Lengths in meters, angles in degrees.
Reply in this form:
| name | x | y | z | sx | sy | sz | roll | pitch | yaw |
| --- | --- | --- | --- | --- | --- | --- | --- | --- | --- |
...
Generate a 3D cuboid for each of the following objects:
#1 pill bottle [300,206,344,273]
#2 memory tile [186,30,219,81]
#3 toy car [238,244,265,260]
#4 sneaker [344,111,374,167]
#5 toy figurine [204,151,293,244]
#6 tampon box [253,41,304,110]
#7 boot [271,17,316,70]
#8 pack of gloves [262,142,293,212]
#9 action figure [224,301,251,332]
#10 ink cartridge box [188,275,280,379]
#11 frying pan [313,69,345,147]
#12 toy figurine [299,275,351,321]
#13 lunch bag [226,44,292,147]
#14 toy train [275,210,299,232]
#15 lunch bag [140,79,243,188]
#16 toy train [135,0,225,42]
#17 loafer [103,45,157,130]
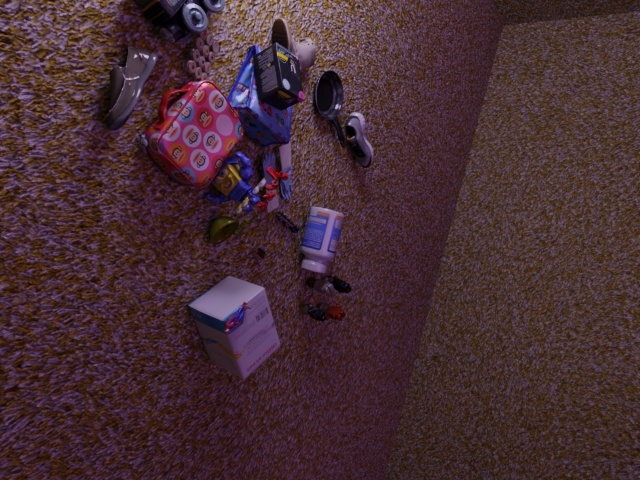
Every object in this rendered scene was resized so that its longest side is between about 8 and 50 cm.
| name | x | y | z | sx | sy | sz | roll | pitch | yaw |
| --- | --- | --- | --- | --- | --- | --- | --- | --- | --- |
| pill bottle | 0.000 | 0.000 | 1.903 | 0.152 | 0.152 | 0.271 | 16 | 88 | -54 |
| memory tile | -0.358 | -0.563 | 1.337 | 0.113 | 0.012 | 0.147 | 33 | 73 | -75 |
| toy car | -0.267 | 0.041 | 1.676 | 0.040 | 0.060 | 0.122 | -40 | 129 | 23 |
| sneaker | 0.169 | -0.453 | 2.033 | 0.108 | 0.100 | 0.271 | -48 | 131 | -33 |
| toy figurine | -0.296 | -0.181 | 1.482 | 0.362 | 0.217 | 0.191 | -44 | 175 | 29 |
| tampon box | -0.136 | -0.534 | 1.435 | 0.120 | 0.102 | 0.160 | 5 | 73 | -56 |
| boot | -0.093 | -0.726 | 1.619 | 0.165 | 0.077 | 0.213 | -45 | 138 | -35 |
| pack of gloves | -0.176 | -0.249 | 1.701 | 0.195 | 0.046 | 0.232 | -40 | 134 | -54 |
| action figure | -0.269 | 0.251 | 1.400 | 0.115 | 0.030 | 0.038 | -51 | 138 | -29 |
| ink cartridge box | -0.300 | 0.306 | 1.559 | 0.198 | 0.197 | 0.270 | -38 | 128 | -40 |
| frying pan | 0.060 | -0.580 | 1.887 | 0.197 | 0.053 | 0.326 | -63 | 144 | -17 |
| toy figurine | 0.019 | 0.267 | 2.026 | 0.210 | 0.148 | 0.212 | 5 | 99 | -47 |
| lunch bag | -0.190 | -0.514 | 1.530 | 0.221 | 0.138 | 0.293 | 34 | 64 | -49 |
| toy train | -0.138 | -0.073 | 1.804 | 0.036 | 0.027 | 0.158 | -56 | 141 | -9 |
| lunch bag | -0.386 | -0.330 | 1.315 | 0.293 | 0.120 | 0.258 | -60 | 140 | -21 |
| toy train | -0.367 | -0.711 | 1.219 | 0.190 | 0.142 | 0.333 | 47 | 63 | -38 |
| loafer | -0.520 | -0.407 | 1.157 | 0.087 | 0.094 | 0.251 | 26 | 68 | -28 |
